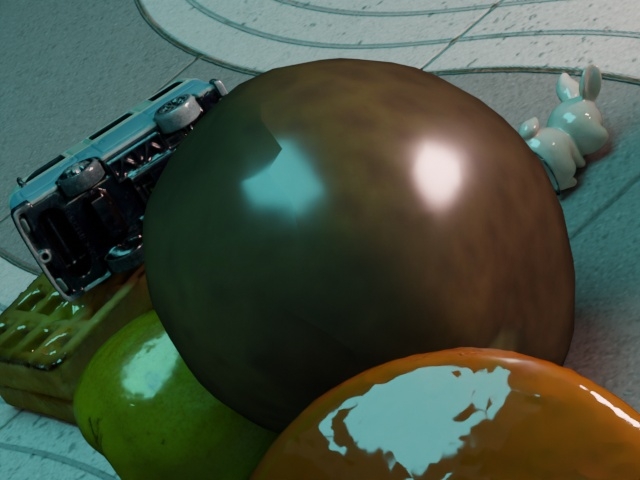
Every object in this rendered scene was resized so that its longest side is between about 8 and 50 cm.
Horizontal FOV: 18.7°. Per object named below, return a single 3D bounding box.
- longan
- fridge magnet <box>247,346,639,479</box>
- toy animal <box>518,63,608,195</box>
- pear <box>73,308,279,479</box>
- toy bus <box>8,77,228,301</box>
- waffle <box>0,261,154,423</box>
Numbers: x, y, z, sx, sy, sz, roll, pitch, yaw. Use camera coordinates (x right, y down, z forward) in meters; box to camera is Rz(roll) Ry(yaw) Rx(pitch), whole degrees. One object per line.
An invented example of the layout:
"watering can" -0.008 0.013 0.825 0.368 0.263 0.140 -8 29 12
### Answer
"longan" 0.036 0.015 1.665 0.336 0.404 0.404 -57 27 6
"fridge magnet" 0.103 0.255 1.325 0.363 0.363 0.155 -29 -12 13
"toy animal" 0.247 -0.109 1.966 0.124 0.085 0.071 -41 10 -23
"pear" -0.126 0.156 1.838 0.200 0.200 0.200 -27 28 16
"toy bus" -0.213 -0.064 2.152 0.271 0.133 0.165 -34 22 -11
"waffle" -0.227 0.060 2.210 0.224 0.098 0.327 7 46 51
